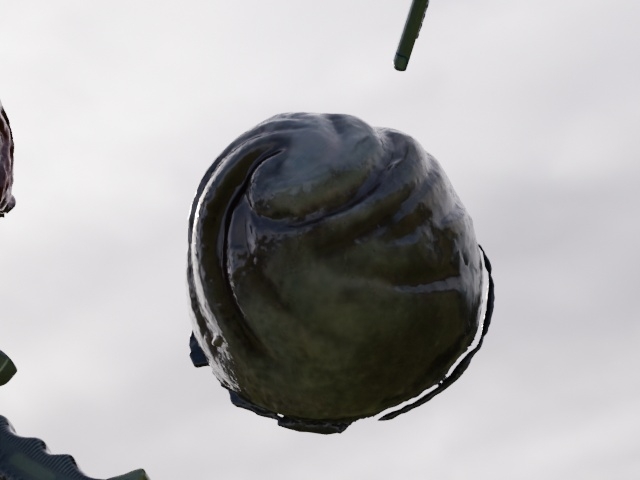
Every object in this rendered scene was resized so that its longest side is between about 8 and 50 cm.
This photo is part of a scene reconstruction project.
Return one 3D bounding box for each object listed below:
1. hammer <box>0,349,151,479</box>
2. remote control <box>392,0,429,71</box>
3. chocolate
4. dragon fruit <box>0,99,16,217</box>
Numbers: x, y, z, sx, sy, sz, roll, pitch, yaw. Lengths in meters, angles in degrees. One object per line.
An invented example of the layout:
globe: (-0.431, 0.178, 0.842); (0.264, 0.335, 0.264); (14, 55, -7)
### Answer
hammer: (-0.242, 0.184, 1.195); (0.227, 0.158, 0.041); (19, -29, 28)
remote control: (0.088, -0.211, 1.295); (0.018, 0.053, 0.124); (17, -58, 1)
chocolate: (0.000, 0.000, 1.338); (0.303, 0.303, 0.213); (-17, -40, 1)
dragon fruit: (-0.443, -0.086, 1.616); (0.302, 0.330, 0.240); (40, -95, -35)
